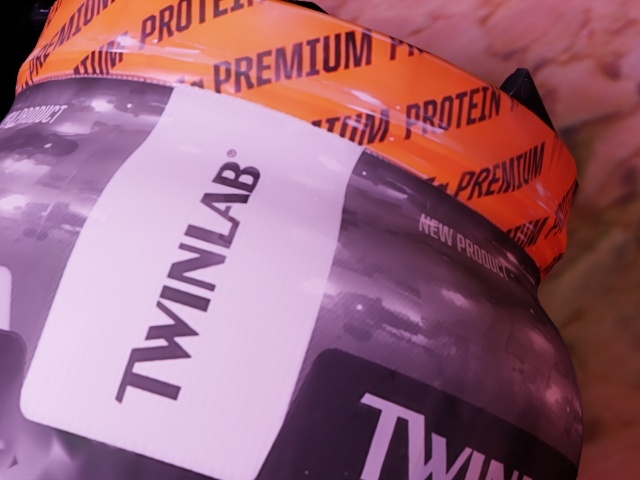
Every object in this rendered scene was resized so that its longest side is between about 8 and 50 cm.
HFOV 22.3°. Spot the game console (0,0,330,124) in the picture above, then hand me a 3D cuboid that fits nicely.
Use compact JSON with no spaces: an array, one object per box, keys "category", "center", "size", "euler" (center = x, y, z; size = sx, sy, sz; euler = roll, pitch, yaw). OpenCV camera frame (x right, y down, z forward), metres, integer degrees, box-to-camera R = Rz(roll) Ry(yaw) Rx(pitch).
[{"category":"game console","center":[-0.114,0.071,0.625],"size":[0.213,0.044,0.361],"euler":[8,76,37]}]

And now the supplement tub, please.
[{"category":"supplement tub","center":[-0.052,0.116,0.442],"size":[0.207,0.207,0.338],"euler":[9,76,36]}]

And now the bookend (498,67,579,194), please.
[{"category":"bookend","center":[0.000,0.000,0.682],"size":[0.156,0.072,0.157],"euler":[13,58,38]}]
